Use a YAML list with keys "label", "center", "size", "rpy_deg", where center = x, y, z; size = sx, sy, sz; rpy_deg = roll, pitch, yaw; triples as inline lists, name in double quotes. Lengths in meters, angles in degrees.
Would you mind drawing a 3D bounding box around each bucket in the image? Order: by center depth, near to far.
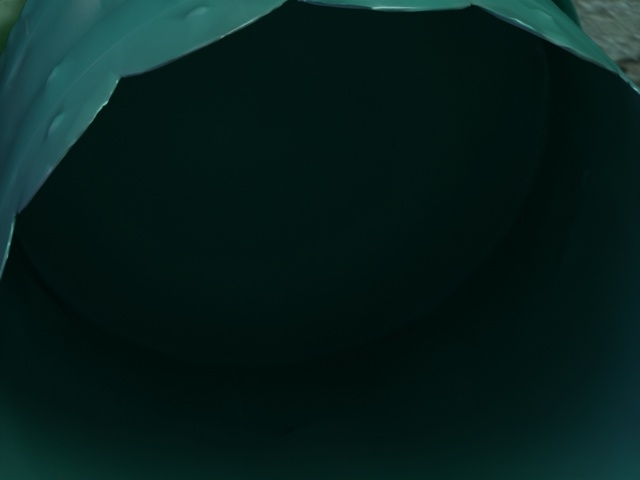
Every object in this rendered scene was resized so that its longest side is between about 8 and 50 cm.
- label: "bucket"
  center: [0.000, 0.000, 0.736]
  size: [0.281, 0.281, 0.183]
  rpy_deg: [8, 30, -17]

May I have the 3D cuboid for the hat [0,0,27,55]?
- label: "hat"
  center: [-0.142, -0.135, 0.926]
  size: [0.173, 0.183, 0.208]
  rpy_deg: [25, 34, 10]
